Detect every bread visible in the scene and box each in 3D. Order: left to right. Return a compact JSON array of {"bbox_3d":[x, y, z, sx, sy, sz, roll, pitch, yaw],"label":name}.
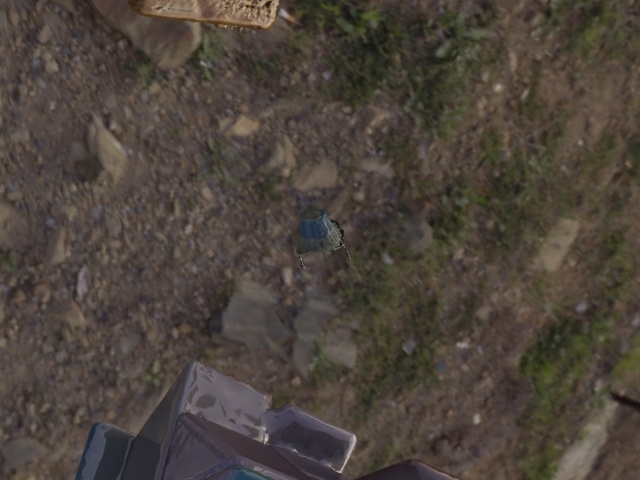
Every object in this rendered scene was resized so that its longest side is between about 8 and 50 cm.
[{"bbox_3d":[-0.175,-0.392,1.610,0.271,0.077,0.139,-5,122,-45],"label":"bread"}]

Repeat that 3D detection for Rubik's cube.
[{"bbox_3d":[-0.057,0.328,0.874,0.358,0.368,0.387,29,85,-21],"label":"Rubik's cube"}]

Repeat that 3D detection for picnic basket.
[{"bbox_3d":[0.000,0.000,1.319,0.065,0.083,0.083,-8,118,8],"label":"picnic basket"}]
